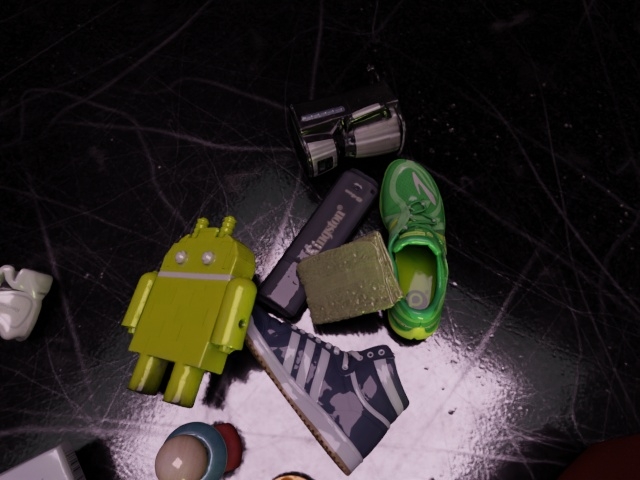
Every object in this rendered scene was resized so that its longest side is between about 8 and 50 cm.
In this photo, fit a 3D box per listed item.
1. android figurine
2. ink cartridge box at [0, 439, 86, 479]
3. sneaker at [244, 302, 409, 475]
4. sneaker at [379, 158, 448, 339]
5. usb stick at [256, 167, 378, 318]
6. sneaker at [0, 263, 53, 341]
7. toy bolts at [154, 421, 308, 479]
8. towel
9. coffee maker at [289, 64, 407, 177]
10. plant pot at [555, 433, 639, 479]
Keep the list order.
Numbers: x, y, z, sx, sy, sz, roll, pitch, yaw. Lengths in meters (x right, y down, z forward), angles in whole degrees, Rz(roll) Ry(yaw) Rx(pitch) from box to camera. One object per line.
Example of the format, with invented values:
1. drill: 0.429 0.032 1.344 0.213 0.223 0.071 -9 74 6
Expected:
1. android figurine: -0.187 0.090 0.663 0.248 0.056 0.273 1 67 38
2. ink cartridge box: -0.387 0.412 0.577 0.224 0.045 0.223 -26 82 -11
3. sneaker: 0.002 0.165 0.658 0.153 0.099 0.282 -37 71 -15
4. sneaker: 0.152 -0.002 0.704 0.109 0.123 0.295 -1 68 1
5. usb stick: 0.000 0.000 0.748 0.077 0.045 0.278 31 72 13
6. sneaker: -0.571 0.093 0.698 0.292 0.110 0.118 3 78 3
7. toy bolts: -0.114 0.329 0.563 0.218 0.158 0.228 -23 70 -7
8. towel: 0.039 0.059 0.663 0.148 0.027 0.110 -22 78 25
9. coffee maker: 0.038 -0.205 0.802 0.178 0.120 0.171 -15 45 -6
10. plant pot: 0.391 0.366 0.499 0.267 0.267 0.236 35 62 13
